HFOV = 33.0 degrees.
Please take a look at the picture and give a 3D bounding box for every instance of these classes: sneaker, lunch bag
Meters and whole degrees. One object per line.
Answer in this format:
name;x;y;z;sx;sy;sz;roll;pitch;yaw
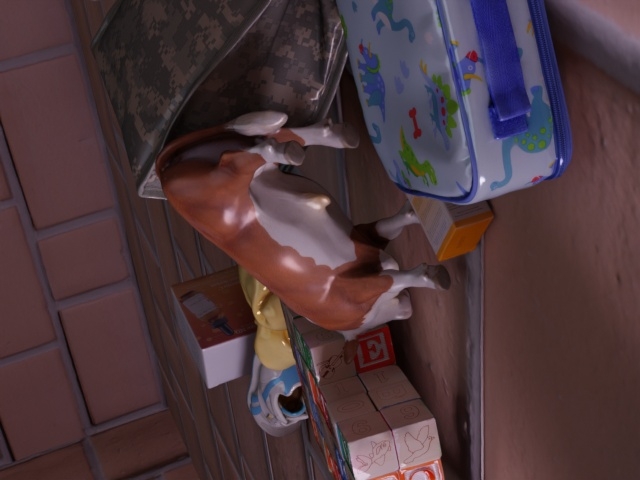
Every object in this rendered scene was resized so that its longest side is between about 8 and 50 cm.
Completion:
sneaker;-0.057;0.244;1.628;0.228;0.087;0.092;90;155;-52
lunch bag;-0.077;-0.208;1.013;0.287;0.169;0.235;-55;42;31
lunch bag;0.082;-0.134;0.709;0.176;0.090;0.218;-163;57;-73

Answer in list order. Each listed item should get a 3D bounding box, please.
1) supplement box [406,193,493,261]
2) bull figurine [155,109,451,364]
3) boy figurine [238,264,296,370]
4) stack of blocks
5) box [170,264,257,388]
supplement box;0.096;-0.042;0.864;0.062;0.036;0.098;105;144;-64
bull figurine;0.000;0.000;0.958;0.188;0.310;0.101;-24;42;41
boy figurine;-0.058;0.048;1.406;0.177;0.092;0.285;-139;34;-62
stack of blocks;0.040;0.168;1.124;0.297;0.087;0.171;-126;22;-69
box;-0.155;0.137;1.763;0.170;0.130;0.091;-126;24;-47
